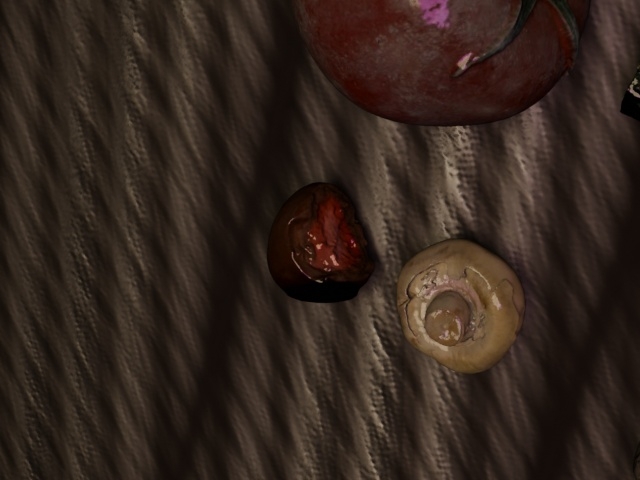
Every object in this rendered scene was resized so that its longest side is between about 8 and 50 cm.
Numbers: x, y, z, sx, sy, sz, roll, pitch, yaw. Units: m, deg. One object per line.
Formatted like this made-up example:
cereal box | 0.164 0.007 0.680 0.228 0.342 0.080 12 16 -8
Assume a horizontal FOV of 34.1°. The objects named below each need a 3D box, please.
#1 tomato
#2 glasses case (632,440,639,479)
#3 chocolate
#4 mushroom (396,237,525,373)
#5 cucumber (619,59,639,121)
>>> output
tomato | 0.125 -0.266 1.037 0.282 0.316 0.317 4 102 45
glasses case | 0.502 0.279 1.074 0.354 0.137 0.085 17 104 19
chocolate | 0.000 0.000 1.238 0.127 0.124 0.133 -1 67 23
mushroom | 0.155 0.075 1.185 0.154 0.122 0.154 7 107 25
cucumber | 0.457 -0.103 1.061 0.303 0.072 0.081 27 107 15
